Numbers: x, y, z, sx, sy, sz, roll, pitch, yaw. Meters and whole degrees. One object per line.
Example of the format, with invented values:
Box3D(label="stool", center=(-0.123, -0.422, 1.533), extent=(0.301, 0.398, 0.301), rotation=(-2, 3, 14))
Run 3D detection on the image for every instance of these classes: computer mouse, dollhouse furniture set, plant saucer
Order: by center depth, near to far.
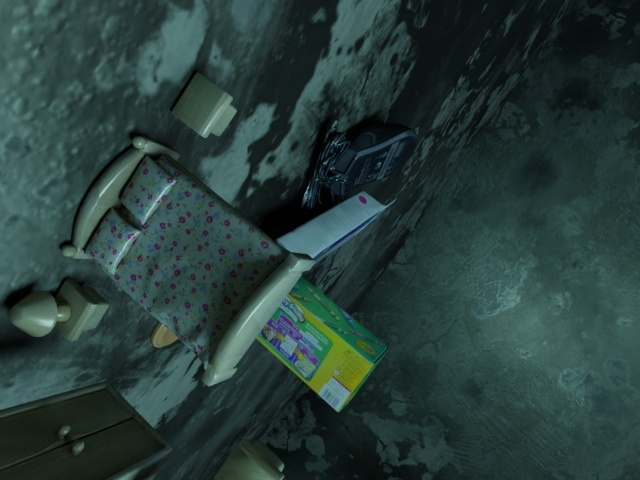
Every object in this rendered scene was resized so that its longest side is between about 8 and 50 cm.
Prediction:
Box3D(label="dollhouse furniture set", center=(-0.120, 0.066, 0.348), extent=(0.355, 0.303, 0.174), rotation=(-55, 163, 7))
Box3D(label="plant saucer", center=(-0.228, 0.135, 0.708), extent=(0.083, 0.013, 0.083), rotation=(-47, 162, -20))
Box3D(label="computer mouse", center=(0.070, -0.160, 0.832), extent=(0.272, 0.072, 0.188), rotation=(-24, 151, -36))

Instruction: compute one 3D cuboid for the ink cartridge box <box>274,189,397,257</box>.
Box3D(label="ink cartridge box", center=(0.000, 0.000, 0.879), extent=(0.176, 0.069, 0.371), rotation=(-43, 172, 40))

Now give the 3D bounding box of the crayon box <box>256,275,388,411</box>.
Box3D(label="crayon box", center=(-0.013, 0.214, 0.986), extent=(0.081, 0.278, 0.165), rotation=(-26, 149, -55))
